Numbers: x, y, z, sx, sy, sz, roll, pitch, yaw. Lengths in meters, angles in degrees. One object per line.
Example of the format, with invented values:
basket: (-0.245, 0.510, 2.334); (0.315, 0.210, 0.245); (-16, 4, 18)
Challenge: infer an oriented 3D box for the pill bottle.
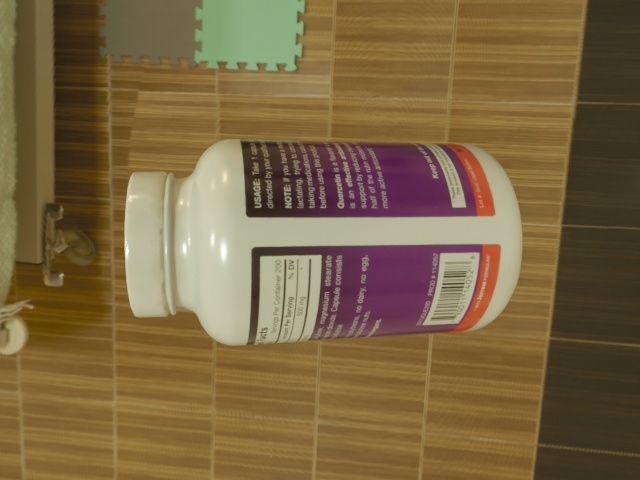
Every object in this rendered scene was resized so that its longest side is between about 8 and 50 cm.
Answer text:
pill bottle: (0.000, 0.000, 0.478); (0.322, 0.181, 0.182); (-1, 98, -12)
